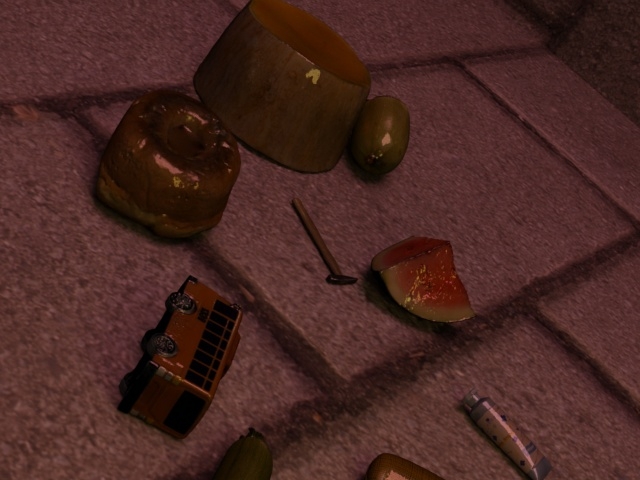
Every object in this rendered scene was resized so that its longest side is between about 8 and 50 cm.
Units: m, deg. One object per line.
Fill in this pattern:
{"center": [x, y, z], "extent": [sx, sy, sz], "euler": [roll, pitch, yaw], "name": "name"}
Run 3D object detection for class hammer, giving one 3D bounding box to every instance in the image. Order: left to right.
{"center": [0.000, 0.000, 1.873], "extent": [0.062, 0.013, 0.199], "euler": [7, 41, -39], "name": "hammer"}

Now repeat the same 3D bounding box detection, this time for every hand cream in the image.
{"center": [0.284, 0.298, 1.706], "extent": [0.170, 0.043, 0.065], "euler": [47, 33, 11], "name": "hand cream"}

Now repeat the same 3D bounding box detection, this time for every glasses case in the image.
{"center": [0.164, 0.361, 1.477], "extent": [0.234, 0.064, 0.079], "euler": [32, 38, -6], "name": "glasses case"}

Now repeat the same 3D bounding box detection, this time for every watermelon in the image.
{"center": [0.176, 0.075, 1.872], "extent": [0.193, 0.137, 0.145], "euler": [-41, 113, -59], "name": "watermelon"}

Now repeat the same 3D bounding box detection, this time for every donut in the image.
{"center": [-0.225, -0.120, 1.710], "extent": [0.209, 0.128, 0.261], "euler": [25, 33, -17], "name": "donut"}

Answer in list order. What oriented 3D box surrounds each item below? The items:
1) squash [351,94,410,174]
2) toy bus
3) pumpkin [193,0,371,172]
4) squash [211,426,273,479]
{"center": [0.115, -0.196, 2.162], "extent": [0.123, 0.123, 0.186], "euler": [29, 30, -10], "name": "squash"}
{"center": [-0.170, 0.145, 1.418], "extent": [0.114, 0.098, 0.201], "euler": [31, 31, -9], "name": "toy bus"}
{"center": [-0.050, -0.303, 2.079], "extent": [0.332, 0.199, 0.332], "euler": [26, 34, -19], "name": "pumpkin"}
{"center": [-0.108, 0.303, 1.289], "extent": [0.069, 0.069, 0.258], "euler": [36, 30, 2], "name": "squash"}
